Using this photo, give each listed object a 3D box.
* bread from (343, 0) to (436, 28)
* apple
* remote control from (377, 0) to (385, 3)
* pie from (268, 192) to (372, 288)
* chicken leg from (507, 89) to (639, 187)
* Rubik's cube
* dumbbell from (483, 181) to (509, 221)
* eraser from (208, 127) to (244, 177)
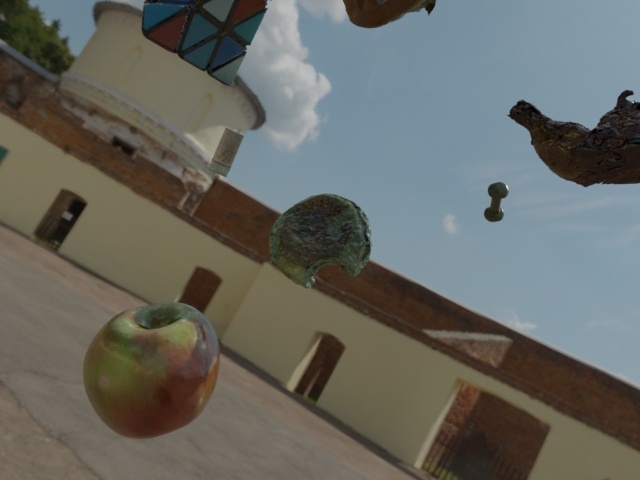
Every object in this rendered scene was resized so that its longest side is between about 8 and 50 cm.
[{"bbox_3d":[0.170,-0.636,1.385,0.250,0.279,0.225,-9,4,34],"label":"bread"},{"bbox_3d":[-0.396,0.313,1.447,0.318,0.277,0.319,-1,17,0],"label":"apple"},{"bbox_3d":[0.061,-0.412,0.877,0.153,0.043,0.027,58,11,15],"label":"remote control"},{"bbox_3d":[-0.002,-0.006,1.624,0.302,0.302,0.067,24,-29,30],"label":"pie"},{"bbox_3d":[0.497,-0.190,1.103,0.322,0.178,0.083,1,-17,32],"label":"chicken leg"},{"bbox_3d":[-0.201,-0.344,1.059,0.284,0.250,0.234,11,-34,15],"label":"Rubik's cube"},{"bbox_3d":[0.443,-0.096,1.528,0.052,0.046,0.118,-11,-36,0],"label":"dumbbell"},{"bbox_3d":[-0.172,-0.160,1.106,0.038,0.083,0.019,22,-6,-10],"label":"eraser"}]
